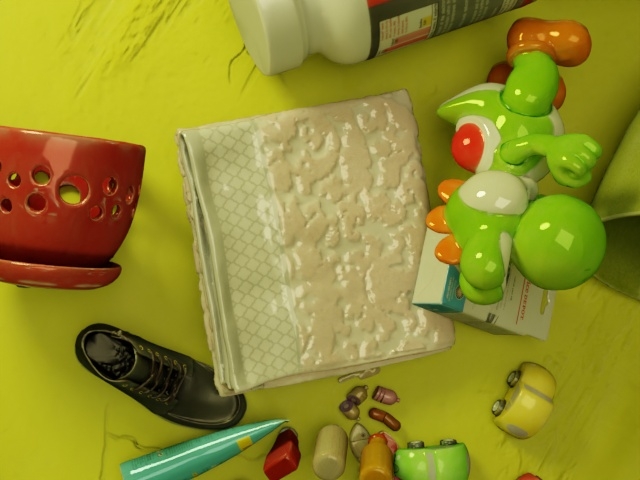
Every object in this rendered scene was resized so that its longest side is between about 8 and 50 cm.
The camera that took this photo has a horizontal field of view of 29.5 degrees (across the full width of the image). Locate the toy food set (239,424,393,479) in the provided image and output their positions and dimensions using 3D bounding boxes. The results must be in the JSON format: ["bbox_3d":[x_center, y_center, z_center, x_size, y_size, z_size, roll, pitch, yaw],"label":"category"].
[{"bbox_3d":[-0.028,0.294,1.468,0.232,0.104,0.111,-35,100,13],"label":"toy food set"}]

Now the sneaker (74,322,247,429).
[{"bbox_3d":[-0.186,0.167,1.420,0.222,0.118,0.083,24,83,-9],"label":"sneaker"}]

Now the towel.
[{"bbox_3d":[0.000,0.000,1.465,0.317,0.053,0.331,-11,93,-23],"label":"towel"}]

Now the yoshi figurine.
[{"bbox_3d":[0.262,-0.077,1.428,0.203,0.203,0.362,40,52,-34],"label":"yoshi figurine"}]

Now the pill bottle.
[{"bbox_3d":[0.077,-0.332,1.449,0.363,0.210,0.210,-21,91,-11],"label":"pill bottle"}]

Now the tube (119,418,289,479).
[{"bbox_3d":[-0.135,0.252,1.452,0.207,0.080,0.052,-22,88,-7],"label":"tube"}]

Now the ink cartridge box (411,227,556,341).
[{"bbox_3d":[0.207,0.056,1.504,0.180,0.060,0.104,22,74,-32],"label":"ink cartridge box"}]

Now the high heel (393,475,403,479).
[{"bbox_3d":[0.025,0.386,1.442,0.244,0.082,0.117,-35,131,-14],"label":"high heel"}]

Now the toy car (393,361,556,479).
[{"bbox_3d":[0.205,0.278,1.515,0.225,0.053,0.239,-4,88,-13],"label":"toy car"}]

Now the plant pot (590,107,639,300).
[{"bbox_3d":[0.484,-0.094,1.504,0.275,0.275,0.293,22,68,-9],"label":"plant pot"}]

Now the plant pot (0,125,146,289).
[{"bbox_3d":[-0.301,-0.037,1.381,0.191,0.191,0.174,5,94,-10],"label":"plant pot"}]

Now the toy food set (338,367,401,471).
[{"bbox_3d":[0.067,0.221,1.514,0.078,0.019,0.122,-18,90,-11],"label":"toy food set"}]
